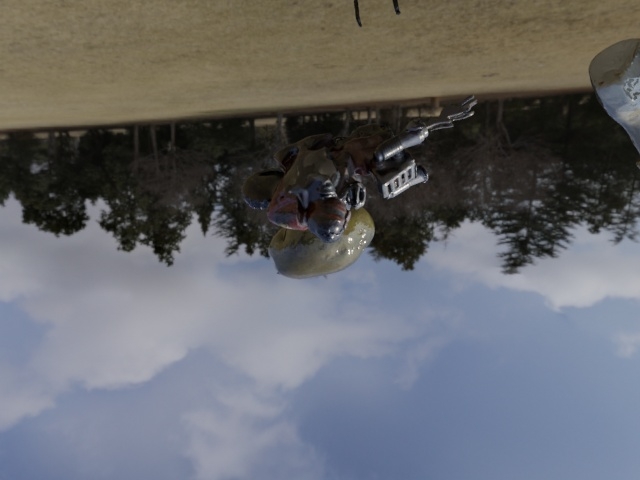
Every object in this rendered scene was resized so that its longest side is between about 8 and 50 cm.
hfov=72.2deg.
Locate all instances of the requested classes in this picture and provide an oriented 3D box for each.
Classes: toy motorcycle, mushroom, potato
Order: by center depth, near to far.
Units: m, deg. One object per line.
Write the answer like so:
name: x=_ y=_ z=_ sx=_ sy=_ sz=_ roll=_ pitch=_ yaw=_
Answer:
mushroom: x=0.479 y=-0.190 z=0.655 sx=0.081 sy=0.223 sz=0.092 roll=-34 pitch=-153 yaw=27
toy motorcycle: x=0.069 y=-0.117 z=0.724 sx=0.402 sy=0.134 sz=0.207 roll=-24 pitch=-133 yaw=-3
potato: x=0.000 y=0.000 z=0.921 sx=0.235 sy=0.178 sz=0.160 roll=-28 pitch=-135 yaw=13

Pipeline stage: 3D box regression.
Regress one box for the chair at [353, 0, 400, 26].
chair: x=0.122 y=-0.686 z=1.121 sx=0.175 sy=0.212 sz=0.149 roll=-10 pitch=167 yaw=22
